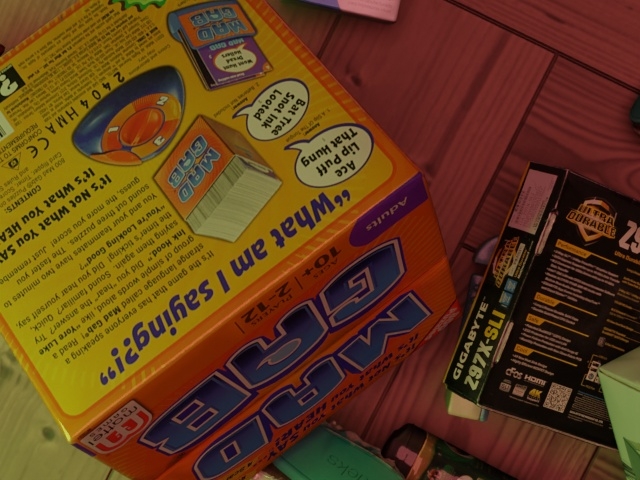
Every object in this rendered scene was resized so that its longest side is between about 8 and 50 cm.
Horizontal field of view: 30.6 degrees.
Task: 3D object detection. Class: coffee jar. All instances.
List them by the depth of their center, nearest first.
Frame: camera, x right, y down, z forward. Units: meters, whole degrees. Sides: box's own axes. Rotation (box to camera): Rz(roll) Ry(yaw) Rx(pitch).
[{"bbox_3d":[0.153,0.279,1.328,0.184,0.096,0.079,28,89,5],"label":"coffee jar"}]

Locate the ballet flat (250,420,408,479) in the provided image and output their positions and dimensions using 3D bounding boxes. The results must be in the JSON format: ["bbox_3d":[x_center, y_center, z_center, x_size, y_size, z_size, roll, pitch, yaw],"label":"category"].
[{"bbox_3d":[-0.071,0.226,1.318,0.409,0.147,0.147,38,93,23],"label":"ballet flat"}]

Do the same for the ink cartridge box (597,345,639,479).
[{"bbox_3d":[0.436,0.227,1.220,0.211,0.121,0.289,-24,108,-17],"label":"ink cartridge box"}]

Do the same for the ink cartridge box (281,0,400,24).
[{"bbox_3d":[0.037,-0.354,1.330,0.139,0.082,0.191,11,98,-4],"label":"ink cartridge box"}]

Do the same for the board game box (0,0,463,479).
[{"bbox_3d":[-0.122,-0.004,1.148,0.356,0.356,0.356,-37,65,-4],"label":"board game box"}]

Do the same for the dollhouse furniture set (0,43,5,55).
[{"bbox_3d":[-0.465,-0.036,1.377,0.374,0.152,0.201,-41,87,21],"label":"dollhouse furniture set"}]

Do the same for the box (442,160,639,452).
[{"bbox_3d":[0.319,0.091,1.253,0.322,0.079,0.257,20,91,-25],"label":"box"}]

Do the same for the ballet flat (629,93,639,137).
[{"bbox_3d":[0.472,-0.228,1.311,0.106,0.107,0.316,33,98,-16],"label":"ballet flat"}]

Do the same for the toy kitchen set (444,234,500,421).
[{"bbox_3d":[0.240,0.103,1.307,0.166,0.122,0.207,11,91,5],"label":"toy kitchen set"}]
